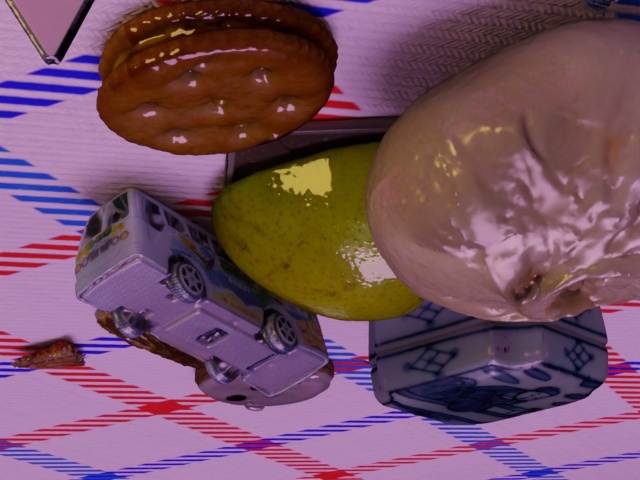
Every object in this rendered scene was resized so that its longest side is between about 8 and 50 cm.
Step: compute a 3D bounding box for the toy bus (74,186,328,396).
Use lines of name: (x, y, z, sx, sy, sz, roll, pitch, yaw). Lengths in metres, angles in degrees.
toy bus: (-0.132, 0.061, 1.642, 0.109, 0.136, 0.329, -31, 139, 24)

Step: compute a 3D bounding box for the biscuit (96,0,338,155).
biscuit: (-0.091, -0.143, 1.305, 0.220, 0.066, 0.220, -5, 159, -2)

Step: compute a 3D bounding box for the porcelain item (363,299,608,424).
porcelain item: (0.225, 0.150, 1.988, 0.286, 0.157, 0.281, -18, 156, 32)

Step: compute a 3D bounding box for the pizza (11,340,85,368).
pizza: (-0.366, 0.162, 2.054, 0.100, 0.029, 0.099, -14, 165, 25)

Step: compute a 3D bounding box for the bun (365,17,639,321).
bun: (0.225, -0.036, 1.350, 0.361, 0.213, 0.361, -5, 142, -4)

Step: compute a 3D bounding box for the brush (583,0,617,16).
brush: (0.274, -0.241, 1.207, 0.033, 0.030, 0.178, 16, 151, -23)

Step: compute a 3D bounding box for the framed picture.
framed picture: (-0.015, -0.068, 1.579, 0.184, 0.016, 0.250, -3, 157, -6)

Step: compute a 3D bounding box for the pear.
pear: (-0.001, 0.005, 1.583, 0.239, 0.139, 0.288, 7, 154, -10)

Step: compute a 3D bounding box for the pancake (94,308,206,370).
pancake: (-0.203, 0.097, 1.844, 0.244, 0.057, 0.266, 8, 155, 37)

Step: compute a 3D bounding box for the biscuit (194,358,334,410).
biscuit: (-0.088, 0.217, 2.226, 0.208, 0.049, 0.181, 5, 155, -30)

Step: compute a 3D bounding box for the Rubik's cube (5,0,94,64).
Rubik's cube: (-0.209, -0.203, 0.988, 0.190, 0.178, 0.211, 12, 151, -30)
